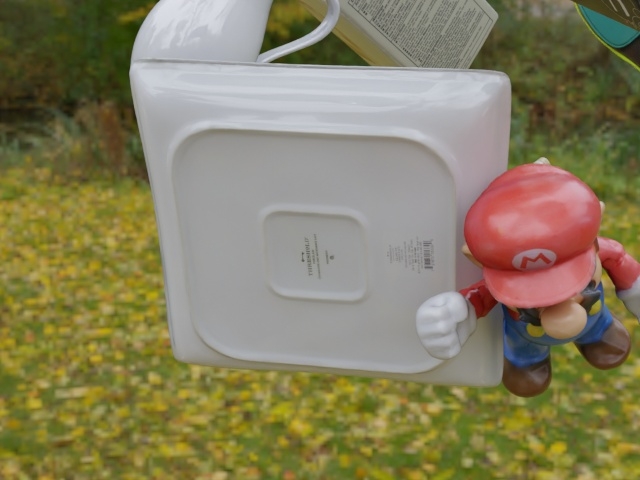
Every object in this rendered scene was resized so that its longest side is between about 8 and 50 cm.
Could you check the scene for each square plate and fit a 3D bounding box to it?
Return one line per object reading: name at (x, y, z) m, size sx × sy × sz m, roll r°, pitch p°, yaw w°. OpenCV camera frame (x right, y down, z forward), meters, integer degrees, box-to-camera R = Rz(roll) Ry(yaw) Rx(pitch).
square plate at (0.000, 0.000, 1.137) m, size 0.344 × 0.347 × 0.049 m, roll 4°, pitch 33°, yaw 12°

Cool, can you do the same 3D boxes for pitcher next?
pitcher at (-0.092, -0.222, 1.312) m, size 0.178 × 0.207 × 0.125 m, roll 32°, pitch 10°, yaw -25°

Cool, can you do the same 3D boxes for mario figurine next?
mario figurine at (0.207, 0.068, 1.081) m, size 0.170 × 0.198 × 0.320 m, roll 31°, pitch -13°, yaw 28°

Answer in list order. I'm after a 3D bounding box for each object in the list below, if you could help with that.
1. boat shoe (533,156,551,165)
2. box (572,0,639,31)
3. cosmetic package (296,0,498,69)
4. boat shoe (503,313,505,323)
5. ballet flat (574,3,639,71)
boat shoe at (0.350, -0.073, 1.870) m, size 0.050 × 0.135 × 0.045 m, roll 25°, pitch 64°, yaw 35°
box at (0.271, -0.298, 0.918) m, size 0.247 × 0.142 × 0.163 m, roll -42°, pitch 37°, yaw -2°
cosmetic package at (0.085, -0.315, 1.562) m, size 0.129 × 0.153 × 0.296 m, roll 31°, pitch -1°, yaw 39°
boat shoe at (0.216, 0.059, 1.417) m, size 0.324 × 0.096 × 0.116 m, roll -21°, pitch -9°, yaw -36°
ballet flat at (0.365, -0.233, 1.360) m, size 0.077 × 0.231 × 0.077 m, roll -43°, pitch 1°, yaw 29°
